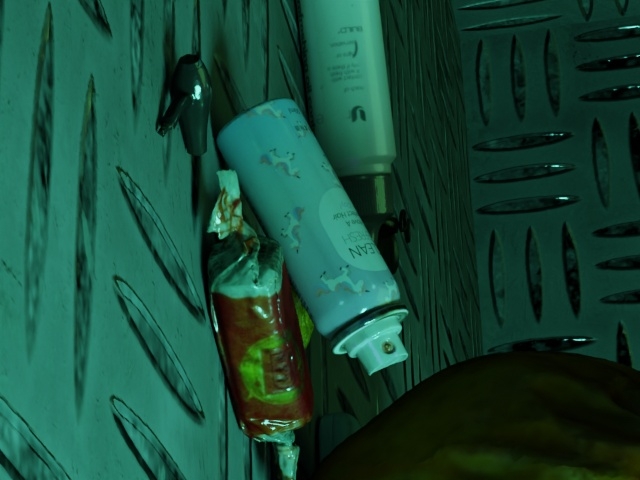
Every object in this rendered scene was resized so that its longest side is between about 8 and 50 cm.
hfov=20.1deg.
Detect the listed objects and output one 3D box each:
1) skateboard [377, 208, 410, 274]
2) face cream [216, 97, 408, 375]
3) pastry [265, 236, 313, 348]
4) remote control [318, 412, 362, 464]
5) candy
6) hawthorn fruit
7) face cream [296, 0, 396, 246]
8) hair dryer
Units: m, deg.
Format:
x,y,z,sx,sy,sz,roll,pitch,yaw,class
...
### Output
x,y,z,sx,sy,sz,roll,pitch,yaw,class
0.068,-0.003,2.063,0.151,0.080,0.067,55,36,-67,skateboard
0.000,0.000,1.421,0.229,0.075,0.075,61,4,15,face cream
-0.033,0.044,1.492,0.109,0.057,0.097,3,82,-79,pastry
0.026,0.275,1.715,0.087,0.047,0.244,65,19,-53,remote control
-0.045,0.078,1.396,0.086,0.059,0.292,-83,165,-59,candy
0.209,0.301,1.512,0.472,0.471,0.472,-7,90,-81,hawthorn fruit
0.032,-0.137,1.910,0.092,0.092,0.311,5,77,-80,face cream
-0.102,-0.085,1.302,0.083,0.031,0.079,-58,151,-54,hair dryer
